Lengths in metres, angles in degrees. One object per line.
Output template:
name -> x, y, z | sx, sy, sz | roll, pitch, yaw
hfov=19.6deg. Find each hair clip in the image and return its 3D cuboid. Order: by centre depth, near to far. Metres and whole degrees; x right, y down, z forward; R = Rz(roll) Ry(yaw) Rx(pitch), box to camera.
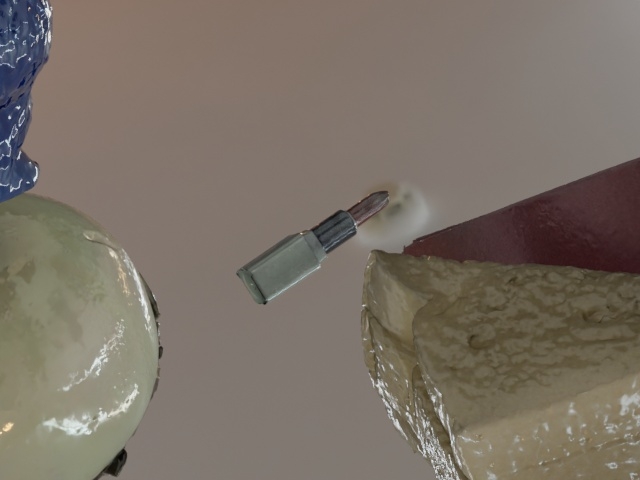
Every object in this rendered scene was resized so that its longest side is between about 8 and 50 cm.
hair clip -> 0.090, 0.008, 0.715 | 0.137, 0.054, 0.022 | -20, 179, 28

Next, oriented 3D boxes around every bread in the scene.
bread -> 0.099, 0.041, 0.627 | 0.152, 0.077, 0.105 | -15, -145, -7

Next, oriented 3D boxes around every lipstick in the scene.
lipstick -> 0.000, 0.000, 1.123 | 0.107, 0.025, 0.025 | -34, -172, -20

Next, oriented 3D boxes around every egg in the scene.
egg -> -0.264, 0.068, 1.342 | 0.286, 0.174, 0.264 | -24, -124, -7

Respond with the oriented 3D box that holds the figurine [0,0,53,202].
figurine -> -0.179, -0.138, 0.837 | 0.164, 0.262, 0.121 | -12, -155, -14
